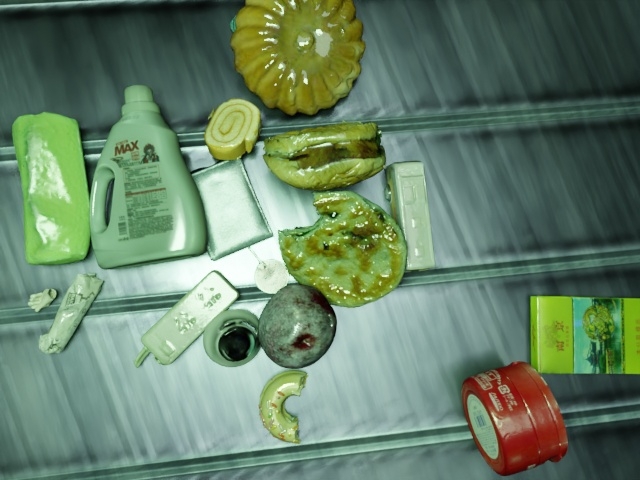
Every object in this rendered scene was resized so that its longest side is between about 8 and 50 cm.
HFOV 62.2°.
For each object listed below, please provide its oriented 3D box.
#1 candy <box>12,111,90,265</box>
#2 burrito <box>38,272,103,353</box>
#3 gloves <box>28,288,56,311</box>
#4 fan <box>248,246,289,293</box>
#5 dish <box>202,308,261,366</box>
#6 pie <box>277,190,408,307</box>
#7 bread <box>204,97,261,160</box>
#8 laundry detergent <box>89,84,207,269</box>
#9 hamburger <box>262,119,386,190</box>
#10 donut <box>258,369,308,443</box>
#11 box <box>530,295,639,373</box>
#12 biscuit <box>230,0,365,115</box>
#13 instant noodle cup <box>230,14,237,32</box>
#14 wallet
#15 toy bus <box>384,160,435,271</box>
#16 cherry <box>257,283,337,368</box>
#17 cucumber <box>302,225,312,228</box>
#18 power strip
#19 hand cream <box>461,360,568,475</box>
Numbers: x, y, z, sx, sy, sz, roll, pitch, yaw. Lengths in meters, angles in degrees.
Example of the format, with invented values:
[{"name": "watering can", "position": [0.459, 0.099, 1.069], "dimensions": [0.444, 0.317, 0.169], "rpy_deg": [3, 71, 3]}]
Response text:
[{"name": "candy", "position": [-0.606, -0.116, 1.202], "dimensions": [0.142, 0.132, 0.343], "rpy_deg": [-4, 87, -47]}, {"name": "burrito", "position": [-0.571, 0.165, 1.209], "dimensions": [0.064, 0.064, 0.203], "rpy_deg": [30, 84, -1]}, {"name": "gloves", "position": [-0.633, 0.136, 1.216], "dimensions": [0.081, 0.037, 0.044], "rpy_deg": [-18, 50, 10]}, {"name": "fan", "position": [-0.132, 0.067, 1.275], "dimensions": [0.085, 0.005, 0.133], "rpy_deg": [-38, 90, -5]}, {"name": "dish", "position": [-0.189, 0.233, 1.198], "dimensions": [0.141, 0.078, 0.141], "rpy_deg": [-4, 103, -20]}, {"name": "pie", "position": [0.051, 0.027, 1.203], "dimensions": [0.303, 0.067, 0.302], "rpy_deg": [4, 116, 7]}, {"name": "bread", "position": [-0.201, -0.261, 1.245], "dimensions": [0.122, 0.073, 0.149], "rpy_deg": [16, 70, 6]}, {"name": "laundry detergent", "position": [-0.406, -0.146, 1.198], "dimensions": [0.264, 0.125, 0.397], "rpy_deg": [-10, 86, 10]}, {"name": "hamburger", "position": [0.008, -0.187, 1.181], "dimensions": [0.266, 0.285, 0.134], "rpy_deg": [-14, 104, -4]}, {"name": "donut", "position": [-0.089, 0.383, 1.223], "dimensions": [0.108, 0.065, 0.165], "rpy_deg": [8, 85, -3]}, {"name": "box", "position": [0.685, 0.231, 1.301], "dimensions": [0.335, 0.047, 0.187], "rpy_deg": [2, 86, -3]}, {"name": "biscuit", "position": [-0.043, -0.454, 1.230], "dimensions": [0.326, 0.107, 0.325], "rpy_deg": [-4, 106, -16]}, {"name": "instant noodle cup", "position": [-0.116, -0.539, 1.294], "dimensions": [0.179, 0.070, 0.157], "rpy_deg": [-44, 88, -5]}, {"name": "wallet", "position": [-0.226, -0.080, 1.266], "dimensions": [0.167, 0.036, 0.222], "rpy_deg": [-24, 89, -7]}, {"name": "toy bus", "position": [0.213, -0.059, 1.260], "dimensions": [0.092, 0.106, 0.268], "rpy_deg": [-5, 86, -6]}, {"name": "cherry", "position": [-0.052, 0.197, 1.181], "dimensions": [0.195, 0.195, 0.195], "rpy_deg": [0, 86, -4]}, {"name": "cucumber", "position": [0.000, 0.000, 1.275], "dimensions": [0.107, 0.035, 0.067], "rpy_deg": [19, 66, -1]}, {"name": "power strip", "position": [-0.317, 0.195, 1.229], "dimensions": [0.093, 0.053, 0.288], "rpy_deg": [45, 83, 0]}, {"name": "hand cream", "position": [0.422, 0.394, 1.182], "dimensions": [0.149, 0.230, 0.230], "rpy_deg": [-13, 87, -4]}]
